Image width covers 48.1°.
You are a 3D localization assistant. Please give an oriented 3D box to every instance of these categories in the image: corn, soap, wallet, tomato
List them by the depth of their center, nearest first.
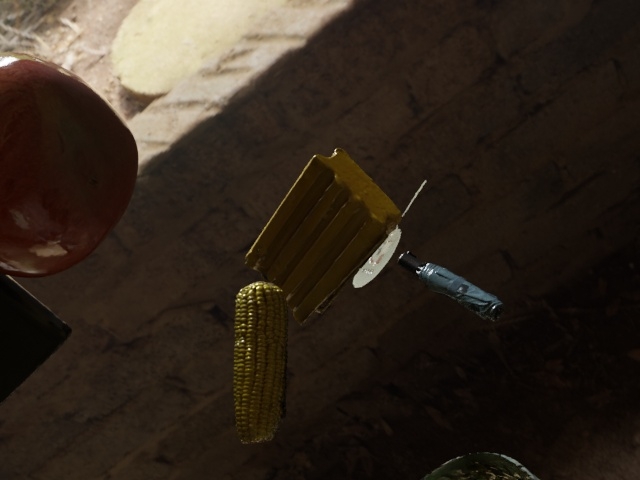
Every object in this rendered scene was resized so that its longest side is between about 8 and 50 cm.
[{"bbox_3d":[-0.075,0.151,0.902,0.072,0.072,0.203,-12,68,30],"label":"corn"},{"bbox_3d":[-0.424,-0.112,1.099,0.273,0.341,0.341,-4,55,34],"label":"tomato"},{"bbox_3d":[-0.658,0.100,1.250,0.228,0.406,0.062,-42,12,12],"label":"wallet"},{"bbox_3d":[0.000,0.000,1.412,0.204,0.096,0.324,50,130,13],"label":"soap"}]

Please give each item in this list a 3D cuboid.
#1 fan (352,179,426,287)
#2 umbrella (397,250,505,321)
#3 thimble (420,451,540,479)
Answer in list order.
[{"bbox_3d":[0.181,-0.016,1.799,0.329,0.009,0.191,-57,13,-9],"label":"fan"},{"bbox_3d":[0.252,0.090,1.422,0.053,0.052,0.250,-23,40,-40],"label":"umbrella"},{"bbox_3d":[0.181,0.371,0.756,0.271,0.150,0.271,-43,18,18],"label":"thimble"}]
